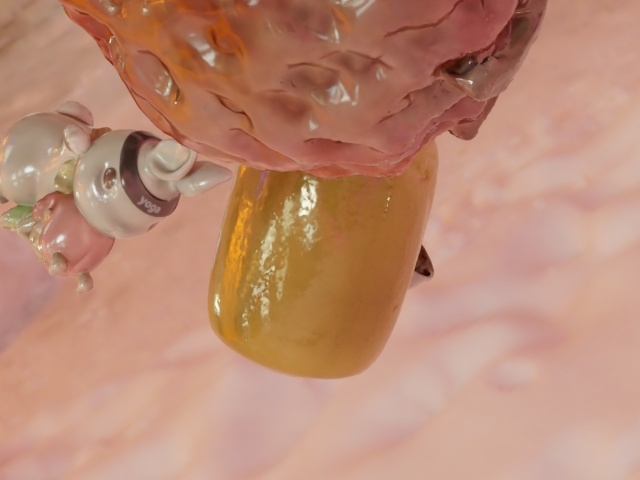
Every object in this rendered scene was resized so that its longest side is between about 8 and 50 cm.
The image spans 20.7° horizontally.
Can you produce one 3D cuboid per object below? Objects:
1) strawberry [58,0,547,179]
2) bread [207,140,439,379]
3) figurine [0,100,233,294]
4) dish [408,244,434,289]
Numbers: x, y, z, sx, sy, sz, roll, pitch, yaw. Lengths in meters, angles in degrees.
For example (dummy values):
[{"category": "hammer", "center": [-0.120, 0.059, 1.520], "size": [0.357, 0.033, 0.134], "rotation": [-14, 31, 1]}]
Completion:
[{"category": "strawberry", "center": [-0.061, -0.152, 0.777], "size": [0.149, 0.336, 0.265], "rotation": [-58, -5, -38]}, {"category": "bread", "center": [0.000, 0.000, 1.265], "size": [0.147, 0.217, 0.098], "rotation": [12, 13, 0]}, {"category": "figurine", "center": [-0.116, -0.019, 0.973], "size": [0.081, 0.098, 0.146], "rotation": [8, 8, -44]}, {"category": "dish", "center": [0.018, 0.002, 1.423], "size": [0.078, 0.141, 0.141], "rotation": [-43, 16, 13]}]
